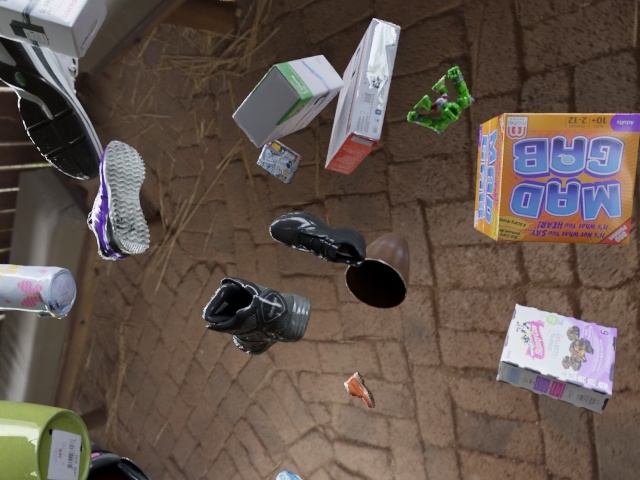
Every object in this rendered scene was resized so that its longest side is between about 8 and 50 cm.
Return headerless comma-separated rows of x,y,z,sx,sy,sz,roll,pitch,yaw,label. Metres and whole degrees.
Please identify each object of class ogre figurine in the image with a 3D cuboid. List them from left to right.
0.363,-0.402,1.462,0.118,0.097,0.197,44,98,-2,ogre figurine

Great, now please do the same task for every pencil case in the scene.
-0.733,0.118,1.173,0.272,0.114,0.124,4,124,3,pencil case

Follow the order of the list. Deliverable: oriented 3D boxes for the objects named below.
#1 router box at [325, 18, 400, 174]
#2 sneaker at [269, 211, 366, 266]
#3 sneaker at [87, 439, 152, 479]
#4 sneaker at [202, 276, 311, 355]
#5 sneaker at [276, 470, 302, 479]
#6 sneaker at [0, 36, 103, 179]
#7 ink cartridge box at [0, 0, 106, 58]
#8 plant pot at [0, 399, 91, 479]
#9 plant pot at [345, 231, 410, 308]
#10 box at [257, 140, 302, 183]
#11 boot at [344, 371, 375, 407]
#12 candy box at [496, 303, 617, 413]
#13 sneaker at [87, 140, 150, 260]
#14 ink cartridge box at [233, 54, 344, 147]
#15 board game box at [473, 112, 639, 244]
0.113,-0.395,1.406,0.301,0.082,0.336,145,138,-75,router box
0.000,0.000,1.358,0.285,0.130,0.109,12,110,-9,sneaker
-0.475,0.474,0.993,0.482,0.185,0.203,22,124,14,sneaker
-0.113,0.111,0.729,0.227,0.130,0.087,-32,38,62,sneaker
-0.065,0.408,0.732,0.063,0.162,0.073,-42,104,19,sneaker
-0.650,-0.394,1.264,0.168,0.258,0.448,-15,116,22,sneaker
-0.562,-0.471,0.982,0.087,0.208,0.153,119,164,-61,ink cartridge box
-0.538,0.368,0.784,0.293,0.275,0.275,-14,91,5,plant pot
0.224,0.079,1.710,0.215,0.230,0.216,15,132,17,plant pot
-0.128,-0.250,1.533,0.137,0.027,0.094,37,111,27,box
0.164,0.634,2.036,0.084,0.059,0.158,-37,63,6,boot
0.476,0.231,0.993,0.196,0.165,0.070,13,135,24,candy box
-0.489,-0.087,1.150,0.146,0.102,0.294,-24,66,32,sneaker
-0.081,-0.392,1.367,0.117,0.278,0.201,50,126,-2,ink cartridge box
0.693,-0.190,1.510,0.355,0.356,0.357,2,98,7,board game box
